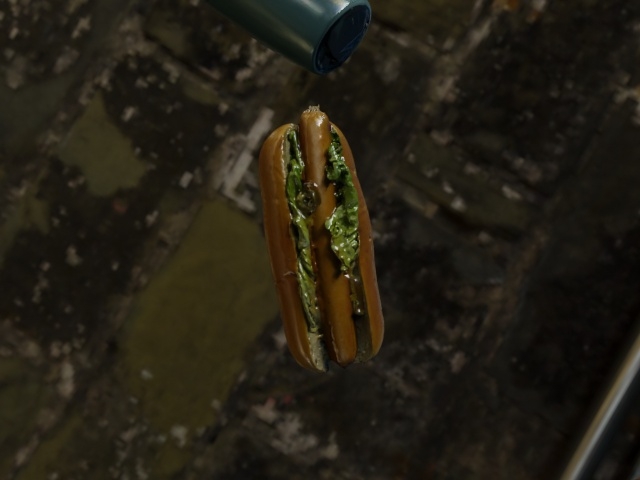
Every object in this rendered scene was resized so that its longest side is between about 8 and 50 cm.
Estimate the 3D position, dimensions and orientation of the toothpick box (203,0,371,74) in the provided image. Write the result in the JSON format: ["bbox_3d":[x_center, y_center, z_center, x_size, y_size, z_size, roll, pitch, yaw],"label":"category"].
[{"bbox_3d":[-0.037,-0.266,1.253,0.120,0.184,0.120,-43,159,-21],"label":"toothpick box"}]

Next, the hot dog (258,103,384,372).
[{"bbox_3d":[0.000,0.000,1.450,0.100,0.135,0.337,-136,-143,-80],"label":"hot dog"}]

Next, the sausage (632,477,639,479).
[{"bbox_3d":[0.191,0.290,0.936,0.089,0.083,0.300,6,134,-42],"label":"sausage"}]
